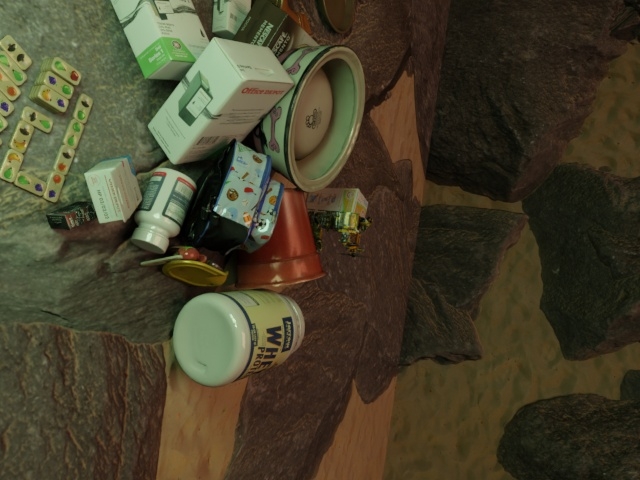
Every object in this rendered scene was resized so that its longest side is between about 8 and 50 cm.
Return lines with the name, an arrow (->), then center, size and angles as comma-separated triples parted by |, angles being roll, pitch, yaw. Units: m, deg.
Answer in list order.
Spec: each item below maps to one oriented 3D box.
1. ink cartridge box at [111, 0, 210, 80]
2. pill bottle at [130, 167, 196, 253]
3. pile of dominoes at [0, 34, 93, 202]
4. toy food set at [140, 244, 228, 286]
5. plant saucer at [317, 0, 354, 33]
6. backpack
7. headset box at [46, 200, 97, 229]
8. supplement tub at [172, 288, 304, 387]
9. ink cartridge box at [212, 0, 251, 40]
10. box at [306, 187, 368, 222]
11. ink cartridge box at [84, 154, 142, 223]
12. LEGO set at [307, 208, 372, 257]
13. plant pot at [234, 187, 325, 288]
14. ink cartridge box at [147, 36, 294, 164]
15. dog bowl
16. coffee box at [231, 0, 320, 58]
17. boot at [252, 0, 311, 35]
ink cartridge box -> -0.344, -0.471, 1.070 | 0.160, 0.092, 0.220 | -29, 97, -58
pill bottle -> -0.368, -0.067, 1.137 | 0.108, 0.107, 0.180 | 48, 53, -53
pile of dominoes -> -0.524, -0.221, 0.902 | 0.196, 0.040, 0.251 | 36, 62, -58
toy food set -> -0.324, 0.052, 1.229 | 0.218, 0.128, 0.071 | 37, 45, -53
plant saucer -> 0.057, -0.944, 1.884 | 0.278, 0.041, 0.278 | -15, 107, -60
backpack -> -0.206, -0.103, 1.214 | 0.213, 0.276, 0.264 | 17, 72, -26
headset box -> -0.489, -0.049, 0.963 | 0.083, 0.062, 0.032 | -41, 127, -52
supplement tub -> -0.209, 0.251, 1.336 | 0.324, 0.235, 0.236 | 3, 91, -61
ink cartridge box -> -0.244, -0.628, 1.350 | 0.099, 0.056, 0.135 | 3, 91, -62
box -> 0.059, -0.125, 1.817 | 0.114, 0.203, 0.103 | 44, 56, -55
ink cartridge box -> -0.419, -0.103, 0.989 | 0.181, 0.061, 0.104 | -116, -164, -69
LEGO set -> 0.000, 0.000, 1.647 | 0.255, 0.331, 0.192 | 20, 77, -82
plant pot -> -0.135, -0.014, 1.443 | 0.272, 0.272, 0.265 | -12, 95, -61
ink cartridge box -> -0.232, -0.322, 1.156 | 0.122, 0.289, 0.211 | 55, 31, 5
dog bowl -> -0.033, -0.351, 1.381 | 0.408, 0.150, 0.408 | -45, 148, -40
coffee box -> -0.108, -0.539, 1.412 | 0.168, 0.119, 0.297 | -54, 158, 13
boot -> -0.099, -0.692, 1.519 | 0.220, 0.109, 0.284 | -39, 138, -46
